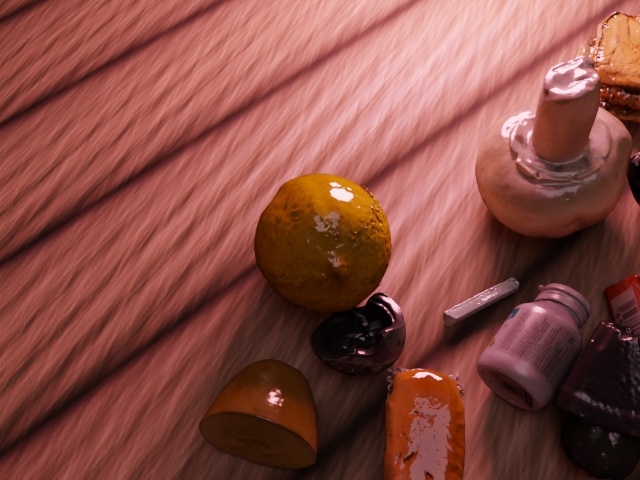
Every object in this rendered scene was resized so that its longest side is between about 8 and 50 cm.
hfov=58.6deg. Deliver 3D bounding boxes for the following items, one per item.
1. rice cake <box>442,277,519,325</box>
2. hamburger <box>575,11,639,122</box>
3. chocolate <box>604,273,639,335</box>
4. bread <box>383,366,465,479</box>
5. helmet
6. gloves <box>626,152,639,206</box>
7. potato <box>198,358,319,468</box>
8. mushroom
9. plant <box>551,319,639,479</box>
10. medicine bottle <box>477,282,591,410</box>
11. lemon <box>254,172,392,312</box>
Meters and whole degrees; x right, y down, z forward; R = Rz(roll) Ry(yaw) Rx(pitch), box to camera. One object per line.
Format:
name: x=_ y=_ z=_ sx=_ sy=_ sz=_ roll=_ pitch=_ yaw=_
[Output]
rice cake: x=0.316 y=0.120 z=1.124 sx=0.170 sy=0.033 sz=0.029 roll=-24 pitch=61 yaw=-10
hamburger: x=0.723 y=-0.395 z=1.320 sx=0.259 sy=0.145 sz=0.283 roll=25 pitch=56 yaw=16
chocolate: x=0.673 y=0.171 z=1.032 sx=0.234 sy=0.108 sz=0.237 roll=0 pitch=59 yaw=2
bread: x=0.175 y=0.343 z=0.969 sx=0.136 sy=0.107 sz=0.241 roll=3 pitch=61 yaw=8
helmet: x=0.081 y=0.190 z=1.055 sx=0.177 sy=0.107 sz=0.153 roll=-23 pitch=27 yaw=9
gloves: x=0.775 y=-0.182 z=1.186 sx=0.210 sy=0.135 sz=0.312 roll=46 pitch=76 yaw=-9
potato: x=-0.087 y=0.287 z=0.996 sx=0.203 sy=0.178 sz=0.158 roll=-5 pitch=41 yaw=29
mushroom: x=0.452 y=-0.184 z=1.112 sx=0.314 sy=0.336 sz=0.314 roll=-8 pitch=51 yaw=10
plant: x=0.485 y=0.265 z=0.949 sx=0.164 sy=0.142 sz=0.256 roll=18 pitch=92 yaw=31
medicine bottle: x=0.391 y=0.183 z=1.026 sx=0.135 sy=0.135 sz=0.215 roll=35 pitch=68 yaw=20
lemon: x=0.000 y=0.000 z=1.080 sx=0.258 sy=0.258 sz=0.310 roll=-30 pitch=23 yaw=-12
